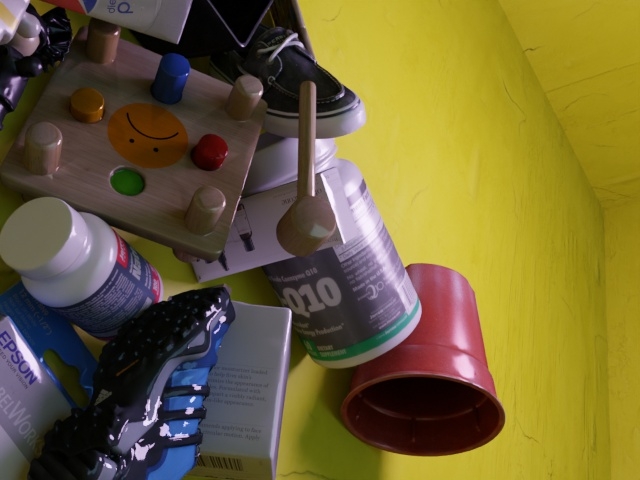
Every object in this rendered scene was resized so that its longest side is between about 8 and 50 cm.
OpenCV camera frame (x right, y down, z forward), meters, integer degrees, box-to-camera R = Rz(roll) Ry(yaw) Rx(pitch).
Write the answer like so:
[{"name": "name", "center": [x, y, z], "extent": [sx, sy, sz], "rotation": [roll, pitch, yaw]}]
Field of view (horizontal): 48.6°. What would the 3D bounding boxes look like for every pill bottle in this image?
[{"name": "pill bottle", "center": [0.000, 0.000, 1.110], "extent": [0.361, 0.204, 0.204], "rotation": [63, 35, -17]}, {"name": "pill bottle", "center": [-0.254, 0.032, 0.763], "extent": [0.180, 0.108, 0.107], "rotation": [62, 28, -60]}]

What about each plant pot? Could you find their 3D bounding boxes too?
[{"name": "plant pot", "center": [-0.193, -0.365, 1.003], "extent": [0.188, 0.167, 0.187], "rotation": [50, 41, -31]}, {"name": "plant pot", "center": [0.182, 0.202, 1.269], "extent": [0.272, 0.272, 0.265], "rotation": [48, 34, -35]}]

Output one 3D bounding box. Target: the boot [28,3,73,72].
[{"name": "boot", "center": [-0.328, -0.243, 0.819], "extent": [0.045, 0.099, 0.121], "rotation": [27, 56, -48]}]

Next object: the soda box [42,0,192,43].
[{"name": "soda box", "center": [-0.286, -0.316, 0.786], "extent": [0.286, 0.091, 0.098], "rotation": [13, 29, -24]}]

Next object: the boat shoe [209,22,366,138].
[{"name": "boat shoe", "center": [-0.069, -0.243, 1.017], "extent": [0.121, 0.335, 0.119], "rotation": [-31, 133, -29]}]

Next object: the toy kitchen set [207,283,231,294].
[{"name": "toy kitchen set", "center": [-0.117, 0.112, 1.017], "extent": [0.083, 0.068, 0.075], "rotation": [40, 47, -42]}]

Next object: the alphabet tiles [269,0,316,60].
[{"name": "alphabet tiles", "center": [-0.041, -0.322, 1.189], "extent": [0.285, 0.011, 0.342], "rotation": [-157, -131, -83]}]

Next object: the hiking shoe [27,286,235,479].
[{"name": "hiking shoe", "center": [-0.169, 0.171, 0.727], "extent": [0.304, 0.113, 0.132], "rotation": [-58, 134, -47]}]

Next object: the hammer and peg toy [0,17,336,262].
[{"name": "hammer and peg toy", "center": [-0.157, -0.107, 0.861], "extent": [0.361, 0.127, 0.265], "rotation": [20, 55, -13]}]

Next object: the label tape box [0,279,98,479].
[{"name": "label tape box", "center": [-0.301, 0.210, 0.674], "extent": [0.249, 0.115, 0.347], "rotation": [63, 37, -18]}]

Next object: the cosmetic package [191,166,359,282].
[{"name": "cosmetic package", "center": [-0.076, -0.018, 0.969], "extent": [0.060, 0.239, 0.098], "rotation": [-34, 106, -62]}]

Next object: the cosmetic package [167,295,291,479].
[{"name": "cosmetic package", "center": [-0.119, 0.184, 0.863], "extent": [0.151, 0.151, 0.183], "rotation": [95, 2, -61]}]

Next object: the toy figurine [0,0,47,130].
[{"name": "toy figurine", "center": [-0.358, -0.221, 0.645], "extent": [0.213, 0.209, 0.148], "rotation": [18, 63, -15]}]
